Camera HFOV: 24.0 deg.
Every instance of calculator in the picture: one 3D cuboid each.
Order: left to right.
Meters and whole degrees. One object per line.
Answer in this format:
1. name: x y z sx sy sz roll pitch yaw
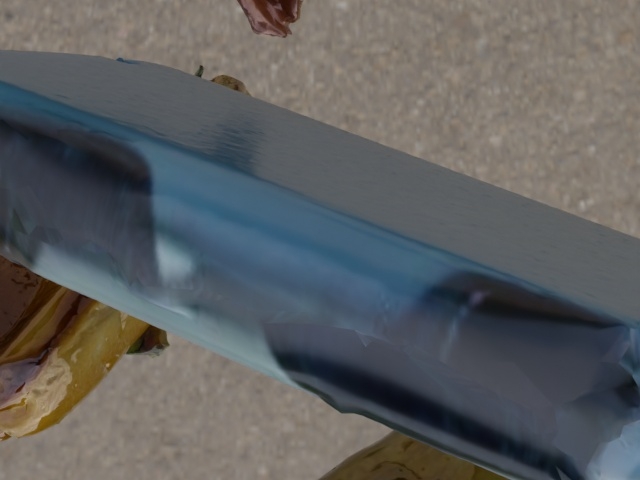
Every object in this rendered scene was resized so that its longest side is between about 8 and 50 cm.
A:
1. calculator: 0.000 0.000 0.445 0.293 0.173 0.051 22 104 21

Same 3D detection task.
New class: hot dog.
1. hot dog: -0.103 0.001 0.742 0.104 0.250 0.076 7 133 25

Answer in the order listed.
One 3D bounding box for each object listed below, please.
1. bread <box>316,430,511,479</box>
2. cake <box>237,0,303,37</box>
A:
1. bread: 0.007 0.242 0.840 0.252 0.196 0.238 -29 152 -27
2. cake: -0.094 -0.175 0.515 0.287 0.135 0.098 24 132 -35
